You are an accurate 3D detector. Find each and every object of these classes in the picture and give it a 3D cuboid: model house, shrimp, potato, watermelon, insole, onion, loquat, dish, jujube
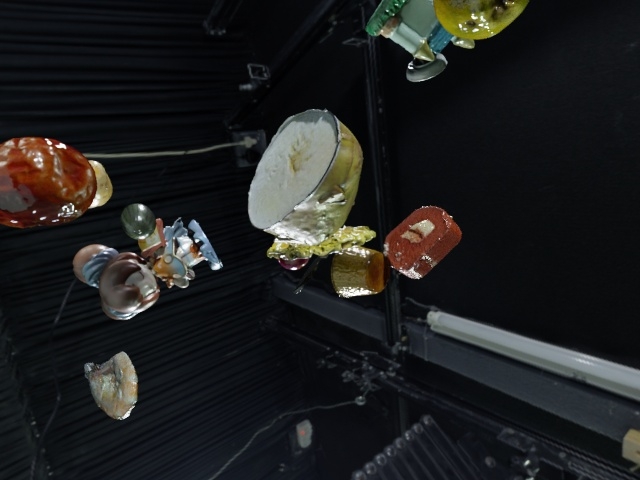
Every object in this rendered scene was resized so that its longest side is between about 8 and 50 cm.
[{"bbox_3d":[0.334,-0.676,1.281,0.325,0.267,0.194,31,-52,-10],"label":"model house"},{"bbox_3d":[-0.612,0.394,1.176,0.317,0.062,0.164,14,-99,41],"label":"shrimp"},{"bbox_3d":[-0.694,-0.165,1.225,0.109,0.118,0.178,39,-36,1],"label":"potato"},{"bbox_3d":[-0.427,-0.044,0.949,0.111,0.078,0.078,41,-47,48],"label":"watermelon"},{"bbox_3d":[-0.018,0.087,1.363,0.012,0.309,0.110,46,-61,-6],"label":"insole"},{"bbox_3d":[-0.125,0.063,1.661,0.150,0.140,0.150,5,-69,14],"label":"onion"},{"bbox_3d":[0.352,-0.574,0.902,0.246,0.213,0.213,-102,-155,-43],"label":"loquat"},{"bbox_3d":[-0.003,-0.130,0.887,0.300,0.196,0.246,-40,-129,36],"label":"potato"},{"bbox_3d":[0.353,-0.617,1.380,0.141,0.141,0.078,25,-25,47],"label":"dish"},{"bbox_3d":[-0.583,-0.105,0.819,0.255,0.190,0.190,-23,-96,30],"label":"jujube"}]

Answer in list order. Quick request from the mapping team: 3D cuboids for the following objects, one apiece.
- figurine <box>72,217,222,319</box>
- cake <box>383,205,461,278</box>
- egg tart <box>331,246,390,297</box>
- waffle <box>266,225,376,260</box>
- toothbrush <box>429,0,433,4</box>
[{"bbox_3d":[-0.548,0.085,1.298,0.248,0.388,0.276,26,-36,57],"label":"figurine"},{"bbox_3d":[0.359,0.004,1.465,0.283,0.151,0.177,-48,-127,12],"label":"cake"},{"bbox_3d":[0.148,0.117,1.510,0.171,0.215,0.215,3,-75,44],"label":"egg tart"},{"bbox_3d":[0.001,0.004,1.241,0.312,0.307,0.060,-3,-78,46],"label":"waffle"},{"bbox_3d":[0.219,-0.690,1.083,0.269,0.021,0.027,33,-88,9],"label":"toothbrush"}]
